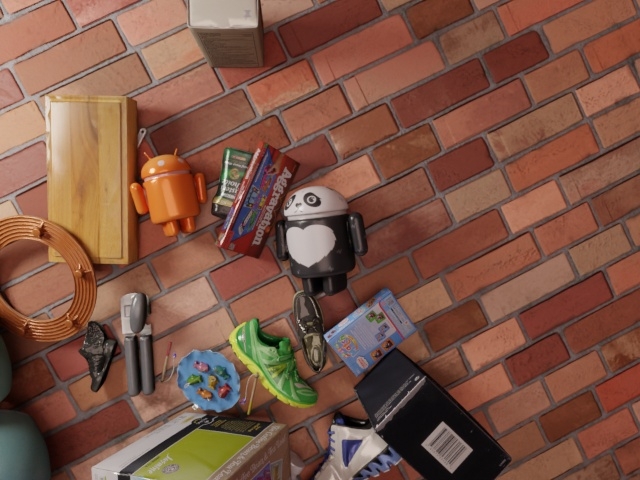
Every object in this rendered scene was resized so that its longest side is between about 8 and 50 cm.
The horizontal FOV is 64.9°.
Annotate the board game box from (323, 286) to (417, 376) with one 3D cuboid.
[{"bbox_3d":[0.137,0.248,1.354,0.211,0.039,0.160,-38,118,-3],"label":"board game box"}]

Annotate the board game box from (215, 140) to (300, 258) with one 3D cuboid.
[{"bbox_3d":[-0.158,-0.098,1.298,0.027,0.145,0.281,24,91,37],"label":"board game box"}]

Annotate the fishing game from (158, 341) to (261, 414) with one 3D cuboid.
[{"bbox_3d":[-0.296,0.372,1.310,0.264,0.041,0.189,21,111,6],"label":"fishing game"}]

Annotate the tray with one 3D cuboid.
[{"bbox_3d":[-0.571,-0.150,1.264,0.203,0.076,0.410,1,95,1],"label":"tray"}]

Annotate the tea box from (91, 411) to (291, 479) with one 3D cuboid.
[{"bbox_3d":[-0.277,0.572,1.165,0.324,0.329,0.219,-3,92,23],"label":"tea box"}]

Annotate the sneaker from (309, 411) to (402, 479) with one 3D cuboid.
[{"bbox_3d":[0.053,0.572,1.358,0.315,0.127,0.182,-35,82,3],"label":"sneaker"}]

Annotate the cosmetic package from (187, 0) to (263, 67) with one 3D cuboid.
[{"bbox_3d":[-0.212,-0.511,1.185,0.153,0.296,0.129,-1,94,-5],"label":"cosmetic package"}]

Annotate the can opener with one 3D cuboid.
[{"bbox_3d":[-0.478,0.271,1.308,0.074,0.093,0.280,-2,98,-6],"label":"can opener"}]

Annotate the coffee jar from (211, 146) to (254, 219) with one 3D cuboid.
[{"bbox_3d":[-0.223,-0.143,1.311,0.096,0.079,0.184,13,92,-5],"label":"coffee jar"}]

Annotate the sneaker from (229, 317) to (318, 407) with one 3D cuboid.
[{"bbox_3d":[-0.108,0.325,1.328,0.295,0.109,0.123,45,92,-5],"label":"sneaker"}]

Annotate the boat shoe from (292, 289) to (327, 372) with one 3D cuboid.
[{"bbox_3d":[-0.023,0.245,1.348,0.080,0.073,0.223,-11,94,-4],"label":"boat shoe"}]

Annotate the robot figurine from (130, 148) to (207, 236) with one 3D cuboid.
[{"bbox_3d":[-0.380,-0.120,1.273,0.158,0.128,0.219,-11,94,9],"label":"robot figurine"}]

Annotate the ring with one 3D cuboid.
[{"bbox_3d":[-0.722,0.103,1.257,0.337,0.032,0.336,2,105,6],"label":"ring"}]

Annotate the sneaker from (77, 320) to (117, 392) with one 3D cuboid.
[{"bbox_3d":[-0.592,0.303,1.317,0.089,0.051,0.170,19,86,-5],"label":"sneaker"}]

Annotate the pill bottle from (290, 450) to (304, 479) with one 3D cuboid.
[{"bbox_3d":[-0.123,0.657,1.345,0.103,0.103,0.184,35,90,-6],"label":"pill bottle"}]

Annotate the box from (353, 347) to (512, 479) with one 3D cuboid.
[{"bbox_3d":[0.264,0.454,1.273,0.296,0.294,0.183,44,86,-6],"label":"box"}]

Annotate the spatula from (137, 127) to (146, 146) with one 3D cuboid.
[{"bbox_3d":[-0.560,-0.211,1.311,0.168,0.019,0.242,27,90,0],"label":"spatula"}]

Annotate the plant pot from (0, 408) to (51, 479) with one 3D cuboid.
[{"bbox_3d":[-0.797,0.525,1.220,0.290,0.290,0.195,-1,56,-5],"label":"plant pot"}]

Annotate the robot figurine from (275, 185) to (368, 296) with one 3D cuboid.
[{"bbox_3d":[-0.003,0.000,1.288,0.209,0.173,0.278,-7,94,-12],"label":"robot figurine"}]

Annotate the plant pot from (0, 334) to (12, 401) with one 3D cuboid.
[{"bbox_3d":[-0.883,0.311,1.184,0.293,0.293,0.235,-25,107,-3],"label":"plant pot"}]
